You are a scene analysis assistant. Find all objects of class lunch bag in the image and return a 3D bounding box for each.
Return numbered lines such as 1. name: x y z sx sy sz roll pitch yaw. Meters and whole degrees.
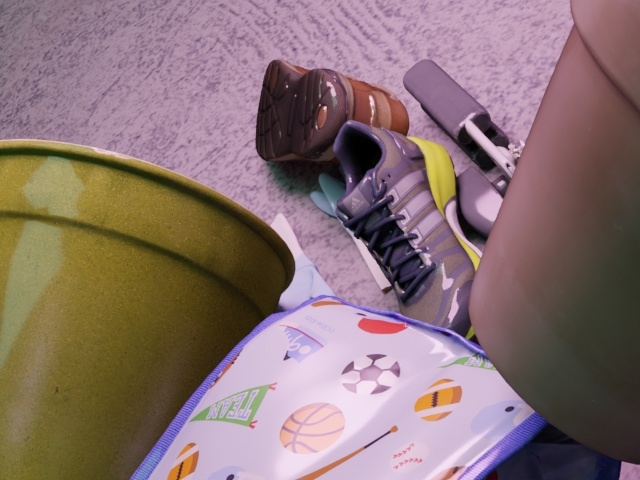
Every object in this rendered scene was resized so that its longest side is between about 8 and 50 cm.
1. lunch bag: 0.017 0.241 1.015 0.328 0.239 0.385 17 72 51

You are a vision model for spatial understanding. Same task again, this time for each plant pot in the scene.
1. plant pot: 0.251 -0.010 0.869 0.280 0.323 0.323 -57 27 28
2. plant pot: -0.241 0.145 1.294 0.367 0.366 0.353 -5 62 39

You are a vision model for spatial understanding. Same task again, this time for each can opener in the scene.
1. can opener: 0.150 -0.105 1.394 0.093 0.074 0.280 -37 36 7

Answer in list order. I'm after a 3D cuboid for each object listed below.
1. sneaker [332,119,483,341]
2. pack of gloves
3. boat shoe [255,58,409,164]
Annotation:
1. sneaker: 0.076 -0.001 1.280 0.111 0.121 0.300 -49 36 28
2. pack of gloves: 0.000 0.000 1.445 0.195 0.046 0.232 -39 35 1
3. boat shoe: 0.008 -0.137 1.528 0.324 0.120 0.122 -146 66 -70
